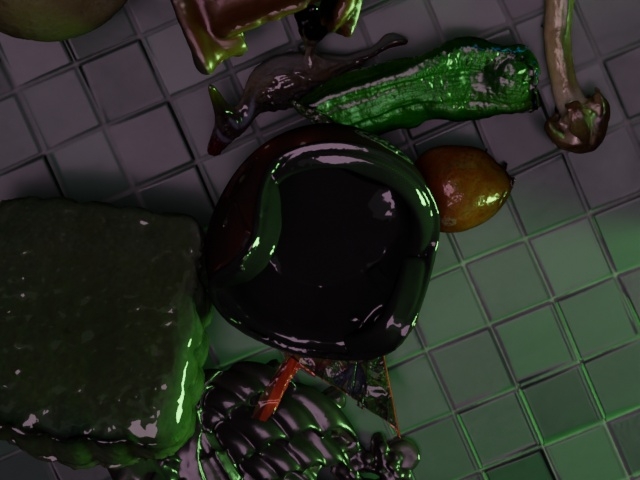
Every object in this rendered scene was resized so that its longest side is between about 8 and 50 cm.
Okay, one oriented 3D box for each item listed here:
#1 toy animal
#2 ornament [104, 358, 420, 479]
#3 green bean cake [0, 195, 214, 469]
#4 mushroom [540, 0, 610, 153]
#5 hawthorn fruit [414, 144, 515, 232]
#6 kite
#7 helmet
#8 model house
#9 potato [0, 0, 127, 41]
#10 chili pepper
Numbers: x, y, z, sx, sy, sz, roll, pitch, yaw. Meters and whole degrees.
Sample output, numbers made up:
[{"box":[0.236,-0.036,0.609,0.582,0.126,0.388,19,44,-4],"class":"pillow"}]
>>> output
[{"box":[-0.027,-0.145,1.736,0.202,0.070,0.105,-41,116,5],"class":"toy animal"},{"box":[-0.041,0.223,1.795,0.260,0.106,0.251,-31,87,-5],"class":"ornament"},{"box":[-0.211,0.083,1.723,0.222,0.125,0.227,8,72,4],"class":"green bean cake"},{"box":[0.222,-0.170,1.727,0.060,0.061,0.187,-5,97,9],"class":"mushroom"},{"box":[0.131,-0.050,1.743,0.093,0.081,0.081,-14,101,-10],"class":"hawthorn fruit"},{"box":[-0.004,0.087,1.775,0.232,0.009,0.189,31,81,10],"class":"kite"},{"box":[0.000,0.000,1.689,0.189,0.193,0.216,28,112,-18],"class":"helmet"},{"box":[-0.034,-0.269,1.640,0.229,0.199,0.220,-18,97,5],"class":"model house"},{"box":[-0.262,-0.272,1.674,0.235,0.160,0.178,21,83,15],"class":"potato"},{"box":[0.084,-0.132,1.729,0.224,0.061,0.098,-9,143,4],"class":"chili pepper"}]
